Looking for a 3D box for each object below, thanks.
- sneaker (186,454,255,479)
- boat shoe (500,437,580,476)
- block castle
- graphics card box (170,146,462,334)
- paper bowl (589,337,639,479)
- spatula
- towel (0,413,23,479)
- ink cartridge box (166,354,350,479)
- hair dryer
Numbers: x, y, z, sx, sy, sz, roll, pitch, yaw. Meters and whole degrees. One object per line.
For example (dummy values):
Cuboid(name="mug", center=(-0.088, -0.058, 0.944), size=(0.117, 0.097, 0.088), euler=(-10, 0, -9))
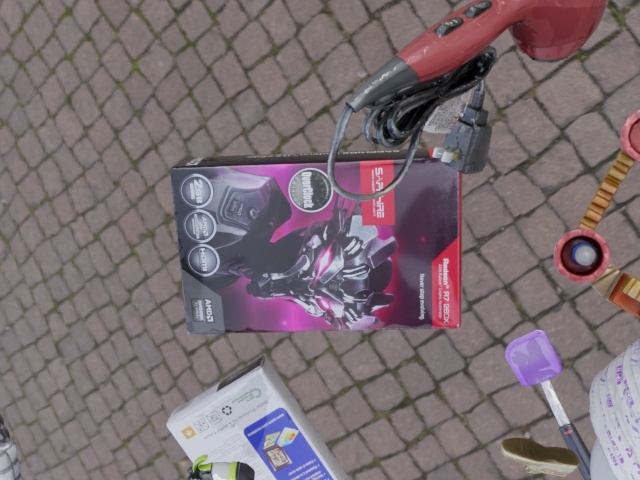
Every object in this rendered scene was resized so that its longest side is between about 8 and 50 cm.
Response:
Cuboid(name="sneaker", center=(-0.142, 0.370, 0.911), size=(0.097, 0.084, 0.235), euler=(8, 101, -5))
Cuboid(name="boat shoe", center=(0.356, 0.362, 1.211), size=(0.135, 0.050, 0.045), euler=(15, 120, -5))
Cuboid(name="block castle", center=(0.619, 0.022, 1.145), size=(0.453, 0.213, 0.303), euler=(30, 100, 11))
Cuboid(name="graphics card box", center=(0.000, 0.000, 0.973), size=(0.371, 0.094, 0.233), euler=(-1, 106, 5))
Cuboid(name="paper bowl", center=(0.342, 0.210, 0.606), size=(0.284, 0.284, 0.148), euler=(46, 121, 15))
Cuboid(name="spatula", center=(0.421, 0.303, 1.302), size=(0.084, 0.030, 0.296), euler=(-27, 85, 17))
Cuboid(name="towel", center=(-0.432, 0.313, 0.755), size=(0.283, 0.121, 0.235), euler=(-11, 103, -11))
Cuboid(name="ink cartridge box", center=(-0.061, 0.376, 1.145), size=(0.175, 0.069, 0.371), euler=(-32, 97, 7))
Cuboid(name="hair dryer", center=(0.133, -0.154, 0.523), size=(0.080, 0.223, 0.293), euler=(35, 117, 24))
